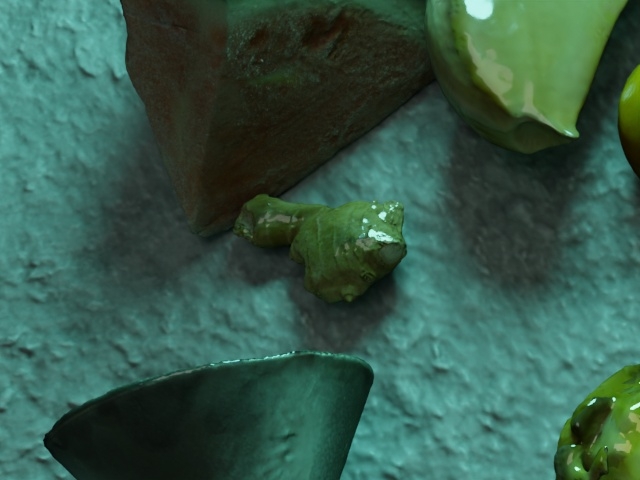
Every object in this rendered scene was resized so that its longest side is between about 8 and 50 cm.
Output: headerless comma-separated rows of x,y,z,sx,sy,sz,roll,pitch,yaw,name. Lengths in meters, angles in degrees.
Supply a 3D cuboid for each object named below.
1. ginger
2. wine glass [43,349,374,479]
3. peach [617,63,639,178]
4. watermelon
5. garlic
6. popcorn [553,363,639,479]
-0.001,0.008,1.380,0.165,0.067,0.096,4,69,27,ginger
-0.033,0.306,1.178,0.267,0.267,0.406,-20,69,10,wine glass
0.303,-0.096,1.280,0.138,0.138,0.138,-6,68,16,peach
-0.028,-0.164,1.390,0.250,0.283,0.292,-9,93,30,watermelon
0.221,-0.217,1.358,0.196,0.151,0.338,30,68,28,garlic
0.299,0.178,1.144,0.250,0.190,0.250,-8,60,14,popcorn
